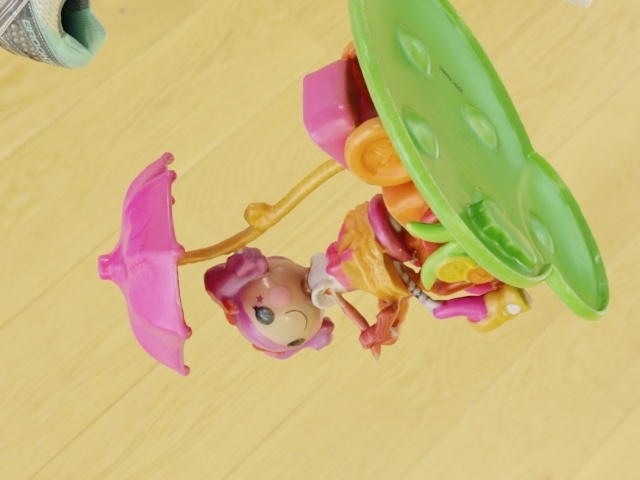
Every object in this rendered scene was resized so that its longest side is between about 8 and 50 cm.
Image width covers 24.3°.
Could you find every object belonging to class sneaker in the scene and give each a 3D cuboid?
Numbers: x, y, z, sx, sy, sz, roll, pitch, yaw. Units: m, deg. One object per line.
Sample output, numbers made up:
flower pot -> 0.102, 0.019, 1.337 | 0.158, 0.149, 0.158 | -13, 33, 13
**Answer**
sneaker -> -0.167, -0.241, 1.010 | 0.122, 0.283, 0.110 | 27, 41, 6

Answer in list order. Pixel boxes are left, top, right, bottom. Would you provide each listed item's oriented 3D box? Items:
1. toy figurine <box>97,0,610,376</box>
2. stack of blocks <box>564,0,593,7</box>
toy figurine -> 0.000, 0.000, 0.565 | 0.173, 0.159, 0.130 | 42, 32, -37
stack of blocks -> 0.080, -0.276, 0.985 | 0.297, 0.087, 0.171 | 23, 51, 22
